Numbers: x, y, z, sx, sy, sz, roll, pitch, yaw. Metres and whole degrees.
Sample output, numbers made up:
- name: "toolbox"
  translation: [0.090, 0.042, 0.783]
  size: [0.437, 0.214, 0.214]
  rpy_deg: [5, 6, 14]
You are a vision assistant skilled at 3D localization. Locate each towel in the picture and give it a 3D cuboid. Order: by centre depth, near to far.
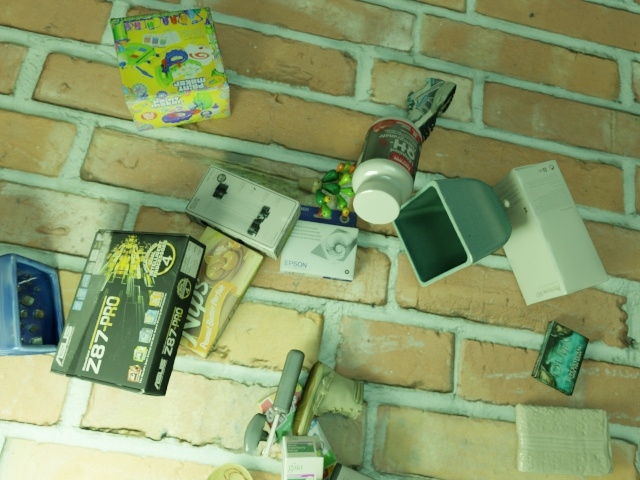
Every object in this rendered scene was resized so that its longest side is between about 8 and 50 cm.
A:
- name: "towel"
  translation: [0.693, 0.568, 1.466]
  size: [0.282, 0.049, 0.187]
  rpy_deg: [6, 72, -5]

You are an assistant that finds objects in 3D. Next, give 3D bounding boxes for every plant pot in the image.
- name: "plant pot"
  translation: [-0.796, 0.182, 1.270]
  size: [0.212, 0.236, 0.236]
  rpy_deg: [-13, 77, -4]
- name: "plant pot"
  translation: [0.405, -0.040, 1.505]
  size: [0.252, 0.247, 0.248]
  rpy_deg: [-16, 76, -29]

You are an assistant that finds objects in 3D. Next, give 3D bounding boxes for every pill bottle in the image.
- name: "pill bottle"
  translation: [0.191, -0.203, 1.493]
  size: [0.176, 0.176, 0.319]
  rpy_deg: [20, 51, -2]

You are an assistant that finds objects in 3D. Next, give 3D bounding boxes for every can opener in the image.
- name: "can opener"
  translation: [-0.123, 0.420, 1.341]
  size: [0.095, 0.076, 0.284]
  rpy_deg: [17, 70, -3]

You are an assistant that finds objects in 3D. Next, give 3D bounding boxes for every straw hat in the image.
- name: "straw hat"
  translation: [-0.237, 0.647, 1.301]
  size: [0.144, 0.061, 0.145]
  rpy_deg: [9, 58, -14]

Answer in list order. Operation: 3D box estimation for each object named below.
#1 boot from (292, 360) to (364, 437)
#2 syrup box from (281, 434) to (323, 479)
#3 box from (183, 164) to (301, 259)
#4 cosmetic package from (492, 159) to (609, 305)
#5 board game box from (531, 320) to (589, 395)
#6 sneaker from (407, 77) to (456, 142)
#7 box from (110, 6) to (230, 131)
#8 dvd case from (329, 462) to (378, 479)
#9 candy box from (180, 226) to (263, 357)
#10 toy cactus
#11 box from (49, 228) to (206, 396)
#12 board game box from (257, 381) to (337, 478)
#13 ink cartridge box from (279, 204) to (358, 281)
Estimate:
- name: "boot"
  translation: [0.025, 0.451, 1.367]
  size: [0.165, 0.077, 0.213]
  rpy_deg: [29, 59, -13]
- name: "syrup box"
  translation: [-0.049, 0.610, 1.269]
  size: [0.093, 0.096, 0.237]
  rpy_deg: [2, 104, -8]
- name: "box"
  translation: [-0.219, -0.081, 1.472]
  size: [0.289, 0.087, 0.169]
  rpy_deg: [23, 72, 9]
- name: "cosmetic package"
  translation: [0.663, -0.017, 1.541]
  size: [0.156, 0.217, 0.385]
  rpy_deg: [-13, 75, -12]
- name: "board game box"
  translation: [0.721, 0.352, 1.541]
  size: [0.126, 0.026, 0.186]
  rpy_deg: [27, 72, -1]
- name: "sneaker"
  translation: [0.326, -0.421, 1.679]
  size: [0.122, 0.110, 0.283]
  rpy_deg: [31, 69, 20]
- name: "box"
  translation: [-0.443, -0.512, 1.539]
  size: [0.289, 0.177, 0.279]
  rpy_deg: [-12, 76, -12]
- name: "dvd case"
  translation: [0.090, 0.684, 1.287]
  size: [0.253, 0.022, 0.180]
  rpy_deg: [38, 69, -33]
- name: "candy box"
  translation: [-0.313, 0.143, 1.417]
  size: [0.182, 0.087, 0.316]
  rpy_deg: [28, 74, 2]
- name: "toy cactus"
  translation: [0.024, -0.159, 1.554]
  size: [0.180, 0.112, 0.219]
  rpy_deg: [12, 67, 20]
- name: "box"
  translation: [-0.488, 0.172, 1.314]
  size: [0.318, 0.097, 0.395]
  rpy_deg: [3, 71, 26]
- name: "board game box"
  translation: [-0.057, 0.524, 1.378]
  size: [0.124, 0.039, 0.259]
  rpy_deg: [-25, 82, -14]
- name: "ink cartridge box"
  translation: [0.000, 0.000, 1.526]
  size: [0.223, 0.045, 0.224]
  rpy_deg: [7, 73, -6]
